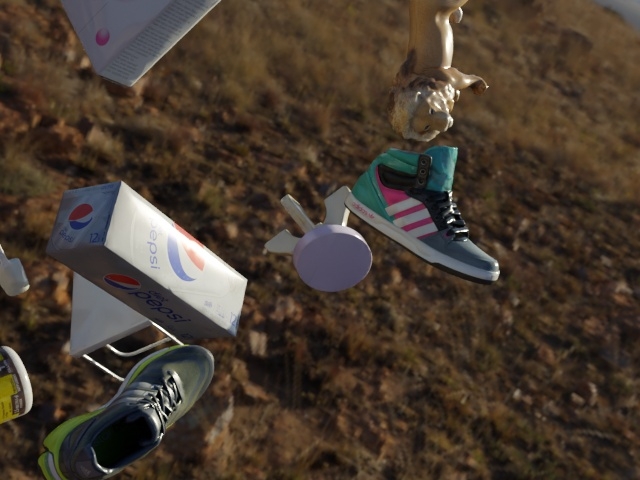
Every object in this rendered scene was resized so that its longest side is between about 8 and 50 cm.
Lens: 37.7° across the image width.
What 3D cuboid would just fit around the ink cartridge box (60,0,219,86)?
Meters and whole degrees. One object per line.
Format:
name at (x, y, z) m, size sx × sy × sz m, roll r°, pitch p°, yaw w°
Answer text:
ink cartridge box at (-0.199, -0.408, 1.104) m, size 0.071 × 0.330 × 0.324 m, roll 11°, pitch 45°, yaw -59°

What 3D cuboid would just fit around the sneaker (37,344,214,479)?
sneaker at (-0.247, 0.249, 1.325) m, size 0.300 × 0.121 × 0.111 m, roll -41°, pitch 111°, yaw -40°

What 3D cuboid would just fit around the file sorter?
file sorter at (-0.387, 0.125, 1.950) m, size 0.173 × 0.193 × 0.277 m, roll 47°, pitch 25°, yaw -46°

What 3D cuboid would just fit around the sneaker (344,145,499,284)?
sneaker at (0.197, -0.066, 1.552) m, size 0.296 × 0.178 × 0.124 m, roll 33°, pitch 17°, yaw 21°

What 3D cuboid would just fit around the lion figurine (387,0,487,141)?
lion figurine at (0.225, -0.390, 1.847) m, size 0.240 × 0.392 × 0.142 m, roll -4°, pitch 3°, yaw -44°

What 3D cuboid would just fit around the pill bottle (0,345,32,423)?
pill bottle at (-0.567, 0.250, 1.447) m, size 0.215 × 0.117 × 0.117 m, roll -19°, pitch 46°, yaw -35°

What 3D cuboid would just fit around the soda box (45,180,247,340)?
soda box at (-0.214, 0.035, 1.211) m, size 0.098 × 0.091 × 0.286 m, roll -7°, pitch -31°, yaw 29°

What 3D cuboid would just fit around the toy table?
toy table at (0.000, 0.000, 2.272) m, size 0.160 × 0.252 × 0.274 m, roll 59°, pitch -2°, yaw 32°

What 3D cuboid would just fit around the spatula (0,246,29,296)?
spatula at (-0.685, 0.041, 1.832) m, size 0.168 × 0.242 × 0.019 m, roll -27°, pitch 38°, yaw -18°
